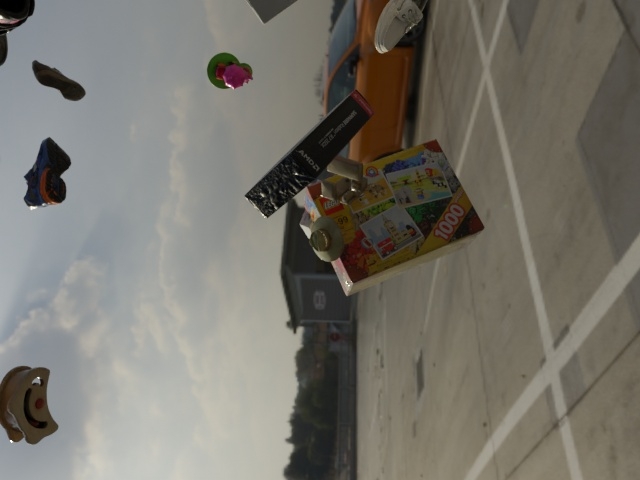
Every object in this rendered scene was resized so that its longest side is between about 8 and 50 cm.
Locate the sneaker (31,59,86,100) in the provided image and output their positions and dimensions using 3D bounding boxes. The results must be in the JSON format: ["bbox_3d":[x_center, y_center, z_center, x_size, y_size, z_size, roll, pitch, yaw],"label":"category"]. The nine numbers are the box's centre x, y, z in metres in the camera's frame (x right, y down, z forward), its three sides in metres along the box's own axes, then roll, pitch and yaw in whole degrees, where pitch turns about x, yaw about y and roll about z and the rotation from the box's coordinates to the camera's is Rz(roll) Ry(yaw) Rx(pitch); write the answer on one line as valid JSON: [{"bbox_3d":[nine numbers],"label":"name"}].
[{"bbox_3d":[-0.777,-0.481,1.703,0.071,0.066,0.188,58,-172,14],"label":"sneaker"}]

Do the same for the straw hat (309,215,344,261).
[{"bbox_3d":[0.000,0.000,1.746,0.061,0.144,0.144,-14,-71,-48],"label":"straw hat"}]

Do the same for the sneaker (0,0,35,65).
[{"bbox_3d":[-0.822,-0.576,1.396,0.185,0.202,0.483,-44,-1,-36],"label":"sneaker"}]

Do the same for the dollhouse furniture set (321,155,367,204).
[{"bbox_3d":[0.092,-0.209,1.780,0.123,0.144,0.151,-42,-39,-40],"label":"dollhouse furniture set"}]

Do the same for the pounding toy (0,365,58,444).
[{"bbox_3d":[-0.856,0.439,1.604,0.154,0.155,0.269,-60,-36,-56],"label":"pounding toy"}]

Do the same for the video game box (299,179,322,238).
[{"bbox_3d":[-0.012,-0.111,2.185,0.205,0.048,0.187,62,-130,-73],"label":"video game box"}]

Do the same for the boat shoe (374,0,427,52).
[{"bbox_3d":[0.259,-0.682,1.701,0.098,0.096,0.277,28,-90,-56],"label":"boat shoe"}]

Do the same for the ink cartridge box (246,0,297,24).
[{"bbox_3d":[-0.046,-0.789,1.548,0.160,0.385,0.279,52,-163,-32],"label":"ink cartridge box"}]

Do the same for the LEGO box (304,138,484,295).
[{"bbox_3d":[0.246,-0.082,1.991,0.193,0.500,0.372,104,143,-70],"label":"LEGO box"}]

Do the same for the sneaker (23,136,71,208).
[{"bbox_3d":[-0.644,-0.160,1.326,0.083,0.087,0.221,59,-169,-45],"label":"sneaker"}]

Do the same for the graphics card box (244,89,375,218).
[{"bbox_3d":[-0.022,-0.232,1.509,0.233,0.094,0.371,-34,12,45],"label":"graphics card box"}]

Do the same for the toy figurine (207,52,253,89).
[{"bbox_3d":[-0.295,-0.582,2.018,0.159,0.173,0.130,44,128,52],"label":"toy figurine"}]
